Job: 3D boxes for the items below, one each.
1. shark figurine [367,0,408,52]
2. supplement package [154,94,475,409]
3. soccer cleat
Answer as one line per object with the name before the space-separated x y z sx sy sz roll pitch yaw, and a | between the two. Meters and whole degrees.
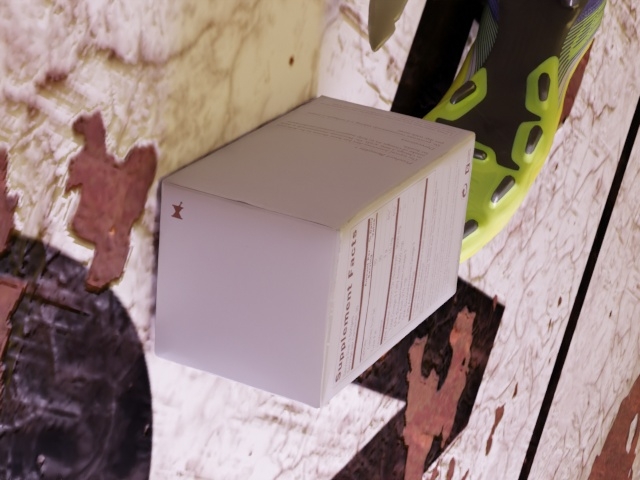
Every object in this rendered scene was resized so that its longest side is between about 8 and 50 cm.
shark figurine | 0.033 -0.245 0.892 0.116 0.166 0.278 -29 155 -25
supplement package | 0.000 0.000 0.926 0.179 0.105 0.105 -34 135 -56
soccer cleat | 0.132 -0.095 1.181 0.121 0.093 0.289 68 44 -65
